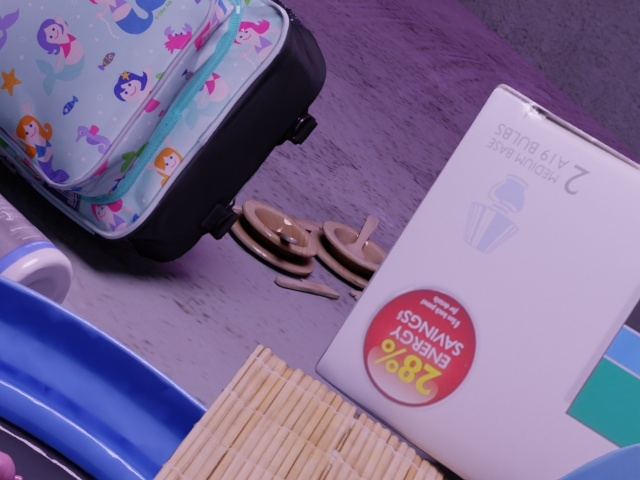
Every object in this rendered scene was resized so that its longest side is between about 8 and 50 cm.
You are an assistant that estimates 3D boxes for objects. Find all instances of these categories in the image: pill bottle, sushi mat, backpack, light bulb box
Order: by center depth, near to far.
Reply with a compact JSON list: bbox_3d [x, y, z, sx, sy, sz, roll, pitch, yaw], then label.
[{"bbox_3d":[-0.006,0.142,0.999,0.151,0.019,0.316,35,16,2],"label":"sushi mat"},{"bbox_3d":[-0.221,-0.002,1.147,0.137,0.078,0.078,41,18,21],"label":"pill bottle"},{"bbox_3d":[0.248,0.116,1.260,0.358,0.225,0.361,32,-1,27],"label":"light bulb box"},{"bbox_3d":[-0.156,-0.135,1.379,0.253,0.225,0.191,40,4,29],"label":"backpack"}]

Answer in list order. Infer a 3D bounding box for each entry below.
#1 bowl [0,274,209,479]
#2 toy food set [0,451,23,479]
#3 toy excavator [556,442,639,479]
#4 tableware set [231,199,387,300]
[{"bbox_3d":[-0.155,0.137,0.897,0.391,0.077,0.391,32,17,-11],"label":"bowl"},{"bbox_3d":[-0.148,0.111,0.811,0.122,0.019,0.078,44,19,28],"label":"toy food set"},{"bbox_3d":[0.152,0.129,0.671,0.433,0.445,0.222,60,0,21],"label":"toy excavator"},{"bbox_3d":[0.000,0.000,1.633,0.194,0.039,0.128,14,26,-50],"label":"tableware set"}]
